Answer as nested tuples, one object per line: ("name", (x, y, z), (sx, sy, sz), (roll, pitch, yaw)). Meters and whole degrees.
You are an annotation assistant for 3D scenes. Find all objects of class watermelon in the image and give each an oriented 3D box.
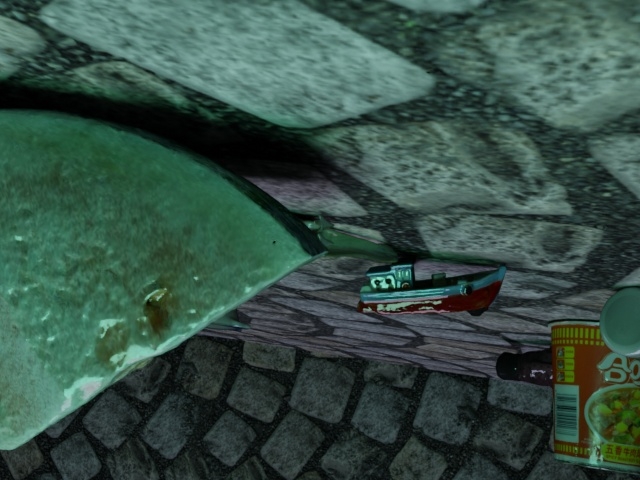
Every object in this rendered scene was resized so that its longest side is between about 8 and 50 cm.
("watermelon", (-0.193, 0.036, 0.635), (0.387, 0.258, 0.228), (11, 169, 9))

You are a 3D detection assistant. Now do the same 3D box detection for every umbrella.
("umbrella", (0.471, 0.237, 1.516), (0.326, 0.094, 0.090), (-4, -153, 43))

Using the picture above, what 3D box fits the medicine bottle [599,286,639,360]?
("medicine bottle", (0.394, 0.105, 0.943), (0.130, 0.080, 0.080), (18, 166, -33))

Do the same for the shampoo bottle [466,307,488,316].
("shampoo bottle", (0.206, 0.081, 1.108), (0.048, 0.027, 0.137), (4, 167, 17))

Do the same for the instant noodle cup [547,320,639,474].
("instant noodle cup", (0.438, 0.243, 1.247), (0.193, 0.212, 0.193), (8, 168, 2))

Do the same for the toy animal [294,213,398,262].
("toy animal", (0.006, -0.002, 0.844), (0.217, 0.041, 0.075), (10, 171, -25))

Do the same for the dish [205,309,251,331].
("dish", (-0.236, 0.101, 1.415), (0.236, 0.086, 0.228), (10, 170, -7))

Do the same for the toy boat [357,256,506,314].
("toy boat", (0.126, 0.050, 0.930), (0.173, 0.058, 0.069), (-4, -173, 12))
